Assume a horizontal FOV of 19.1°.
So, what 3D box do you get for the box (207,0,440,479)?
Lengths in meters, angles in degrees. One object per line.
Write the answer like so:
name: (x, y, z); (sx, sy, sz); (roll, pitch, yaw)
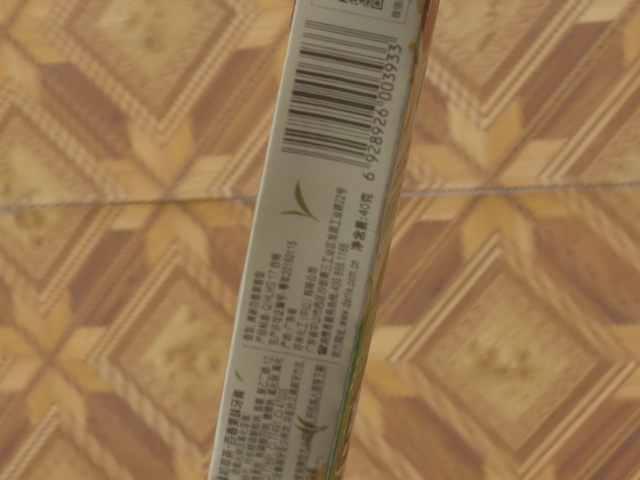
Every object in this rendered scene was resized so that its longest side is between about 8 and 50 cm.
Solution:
box: (0.000, 0.000, 0.559); (0.041, 0.050, 0.207); (11, 109, 3)
